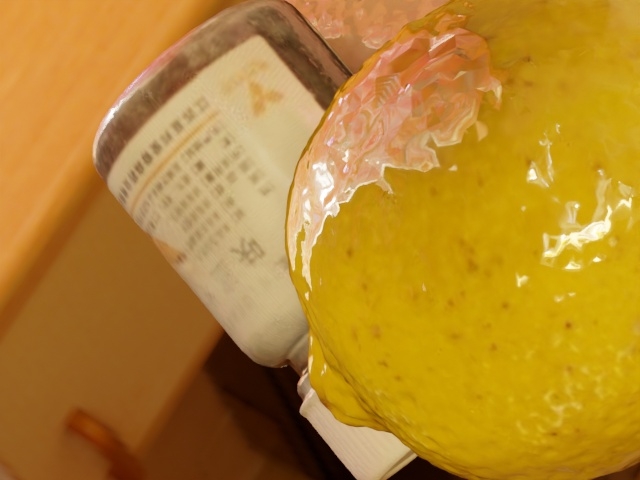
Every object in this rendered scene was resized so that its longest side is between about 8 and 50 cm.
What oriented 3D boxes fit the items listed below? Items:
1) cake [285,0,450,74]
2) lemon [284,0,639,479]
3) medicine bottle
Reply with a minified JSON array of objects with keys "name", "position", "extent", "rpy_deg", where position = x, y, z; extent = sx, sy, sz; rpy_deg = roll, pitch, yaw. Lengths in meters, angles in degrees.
[{"name":"cake","position":[0.114,-0.112,1.460],"extent":[0.230,0.237,0.309],"rpy_deg":[12,-37,40]},{"name":"lemon","position":[0.122,-0.013,0.951],"extent":[0.253,0.310,0.253],"rpy_deg":[48,16,-18]},{"name":"medicine bottle","position":[0.000,0.000,1.171],"extent":[0.273,0.165,0.165],"rpy_deg":[51,-15,10]}]
